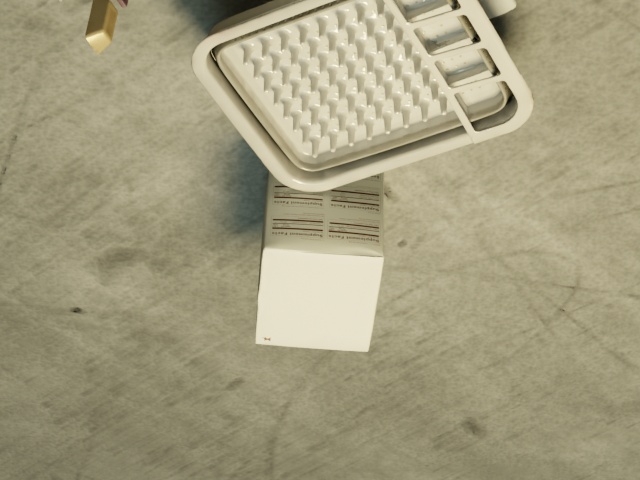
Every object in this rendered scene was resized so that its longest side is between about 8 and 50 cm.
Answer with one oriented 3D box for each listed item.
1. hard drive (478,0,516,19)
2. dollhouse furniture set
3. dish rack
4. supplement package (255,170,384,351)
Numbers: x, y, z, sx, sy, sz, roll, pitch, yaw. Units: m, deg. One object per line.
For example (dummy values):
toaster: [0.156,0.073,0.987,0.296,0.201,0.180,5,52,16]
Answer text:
hard drive: [0.038,-0.346,1.879,0.233,0.047,0.353,-18,135,22]
dollhouse furniture set: [-0.278,-0.269,1.932,0.081,0.114,0.091,-10,140,20]
dish rack: [0.050,-0.199,1.959,0.332,0.072,0.285,-18,136,21]
supplement package: [0.000,0.000,2.162,0.149,0.203,0.194,4,140,-2]
